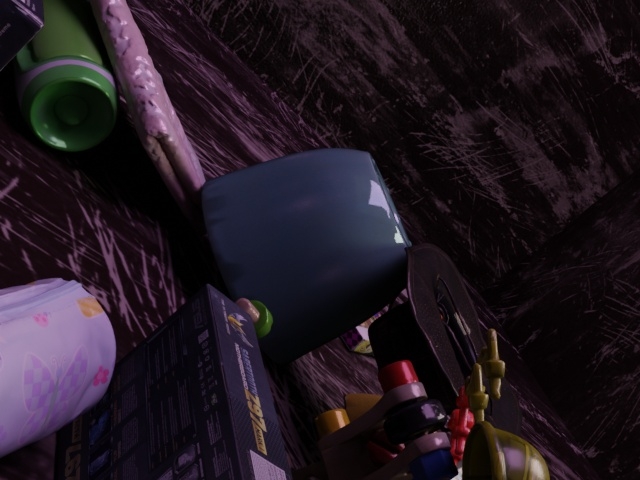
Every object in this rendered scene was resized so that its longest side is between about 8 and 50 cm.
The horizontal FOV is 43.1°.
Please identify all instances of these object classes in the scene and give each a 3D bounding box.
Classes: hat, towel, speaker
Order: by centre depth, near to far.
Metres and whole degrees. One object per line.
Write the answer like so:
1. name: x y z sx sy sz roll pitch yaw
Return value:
1. hat: 0.143 0.161 1.069 0.331 0.134 0.331 52 21 -29
2. speaker: -0.353 -0.244 1.112 0.131 0.131 0.296 38 17 -41
3. towel: -0.245 -0.204 1.189 0.317 0.053 0.331 75 -10 -65

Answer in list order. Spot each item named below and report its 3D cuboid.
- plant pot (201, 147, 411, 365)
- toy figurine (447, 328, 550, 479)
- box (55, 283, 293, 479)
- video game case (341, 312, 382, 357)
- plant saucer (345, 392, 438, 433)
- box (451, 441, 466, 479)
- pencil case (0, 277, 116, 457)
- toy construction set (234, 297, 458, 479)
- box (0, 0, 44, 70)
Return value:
1. plant pot: 0.000 0.000 1.170 0.293 0.235 0.293 -23 90 -81
2. toy figurine: 0.230 0.256 0.797 0.362 0.217 0.191 95 8 -53
3. box: -0.115 0.165 0.592 0.059 0.183 0.232 42 14 -32
4. video game case: 0.058 0.129 1.602 0.232 0.042 0.210 56 15 29
5. plant saucer: 0.182 0.390 1.187 0.333 0.081 0.332 45 13 -17
6. box: 0.161 0.360 1.017 0.186 0.038 0.145 -30 89 -40
7. pencil case: -0.243 0.089 0.525 0.114 0.124 0.273 11 3 14
8. toy construction set: -0.014 0.212 0.832 0.309 0.257 0.237 44 -7 23
9. box: -0.455 -0.305 0.810 0.294 0.183 0.296 41 13 -37
